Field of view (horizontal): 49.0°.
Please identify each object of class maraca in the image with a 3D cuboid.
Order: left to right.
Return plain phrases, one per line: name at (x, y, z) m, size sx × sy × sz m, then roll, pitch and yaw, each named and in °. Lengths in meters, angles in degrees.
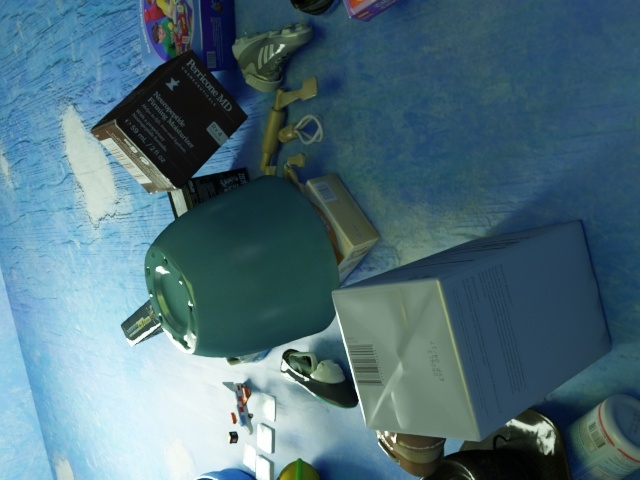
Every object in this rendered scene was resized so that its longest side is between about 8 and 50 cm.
maraca at (-0.045, 0.526, 1.433) m, size 0.127 × 0.099 × 0.186 m, roll -85°, pitch -1°, yaw -51°

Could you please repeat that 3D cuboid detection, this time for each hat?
hat at (0.203, 0.369, 0.947) m, size 0.331 × 0.133 × 0.332 m, roll -171°, pitch 90°, yaw -75°

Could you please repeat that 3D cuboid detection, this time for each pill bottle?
pill bottle at (0.350, 0.270, 0.898) m, size 0.087 × 0.087 × 0.160 m, roll 54°, pitch 137°, yaw 22°

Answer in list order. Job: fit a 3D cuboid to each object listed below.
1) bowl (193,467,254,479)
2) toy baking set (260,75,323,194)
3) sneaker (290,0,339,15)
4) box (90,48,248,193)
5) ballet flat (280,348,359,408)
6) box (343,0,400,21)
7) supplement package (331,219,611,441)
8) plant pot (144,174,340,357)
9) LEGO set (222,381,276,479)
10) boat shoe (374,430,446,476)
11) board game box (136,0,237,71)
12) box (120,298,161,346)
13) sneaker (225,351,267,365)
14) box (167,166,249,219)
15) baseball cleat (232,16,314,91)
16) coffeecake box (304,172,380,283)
bowl at (-0.186, 0.735, 1.688) m, size 0.391 × 0.077 × 0.392 m, roll 19°, pitch 117°, yaw 44°
toy baking set at (-0.049, -0.172, 1.209) m, size 0.197 × 0.030 × 0.256 m, roll 49°, pitch 132°, yaw 50°
sneaker at (0.015, -0.413, 1.051) m, size 0.067 × 0.078 × 0.188 m, roll 58°, pitch 136°, yaw 18°
box at (-0.283, -0.216, 1.312) m, size 0.168 × 0.203 × 0.167 m, roll 49°, pitch 158°, yaw -23°
ballet flat at (-0.006, 0.250, 1.319) m, size 0.203 × 0.074 × 0.074 m, roll 16°, pitch 115°, yaw 48°
box at (0.080, -0.472, 0.930) m, size 0.200 × 0.057 × 0.294 m, roll -23°, pitch 85°, yaw 33°
supplement package at (0.191, 0.100, 0.860) m, size 0.175 × 0.292 × 0.178 m, roll -12°, pitch 93°, yaw 50°
plant pot at (-0.150, 0.060, 1.175) m, size 0.293 × 0.235 × 0.293 m, roll 31°, pitch 131°, yaw 44°
LEGO set at (-0.162, 0.408, 1.514) m, size 0.244 × 0.060 × 0.183 m, roll 177°, pitch 95°, yaw -64°
boat shoe at (0.111, 0.238, 1.038) m, size 0.324 × 0.123 × 0.117 m, roll -99°, pitch 7°, yaw -80°
board game box at (-0.267, -0.508, 1.343) m, size 0.233 × 0.078 × 0.348 m, roll 19°, pitch 117°, yaw 44°
box at (-0.275, 0.127, 1.455) m, size 0.183 × 0.232 × 0.059 m, roll -34°, pitch 83°, yaw 49°
sneaker at (-0.139, 0.211, 1.446) m, size 0.071 × 0.082 × 0.191 m, roll 57°, pitch 136°, yaw 21°
box at (-0.200, -0.039, 1.377) m, size 0.077 × 0.147 × 0.180 m, roll -13°, pitch 94°, yaw 50°
baseball cleat at (-0.072, -0.315, 1.208) m, size 0.205 × 0.072 × 0.110 m, roll 11°, pitch 125°, yaw 52°
coffeecake box at (0.000, 0.000, 1.222) m, size 0.142 × 0.068 × 0.185 m, roll 56°, pitch 138°, yaw 19°
